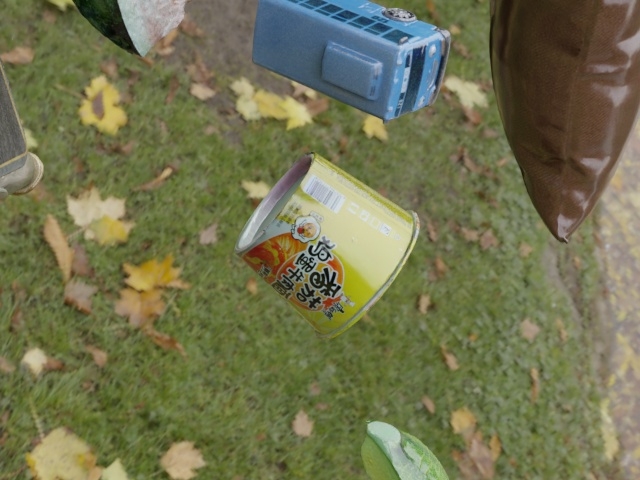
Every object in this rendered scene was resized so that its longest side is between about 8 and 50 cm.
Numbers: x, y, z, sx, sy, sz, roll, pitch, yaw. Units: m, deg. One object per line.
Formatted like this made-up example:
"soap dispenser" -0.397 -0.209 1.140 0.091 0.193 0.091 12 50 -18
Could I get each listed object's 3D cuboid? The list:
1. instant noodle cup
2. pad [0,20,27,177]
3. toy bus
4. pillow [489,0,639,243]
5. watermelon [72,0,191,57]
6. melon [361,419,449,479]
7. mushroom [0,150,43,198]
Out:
"instant noodle cup" 0.000 0.000 1.556 0.200 0.264 0.264 37 44 -13
"pad" -0.417 -0.265 1.202 0.315 0.063 0.375 -74 152 -73
"toy bus" 0.035 -0.247 1.269 0.234 0.116 0.134 27 36 24
"pillow" 0.163 -0.209 0.614 0.109 0.305 0.307 5 42 7
"watermelon" -0.217 -0.299 1.070 0.202 0.136 0.207 25 14 -40
"melon" 0.127 0.386 1.320 0.124 0.323 0.196 0 27 14
"mushroom" -0.508 -0.112 1.548 0.096 0.108 0.247 44 8 0
